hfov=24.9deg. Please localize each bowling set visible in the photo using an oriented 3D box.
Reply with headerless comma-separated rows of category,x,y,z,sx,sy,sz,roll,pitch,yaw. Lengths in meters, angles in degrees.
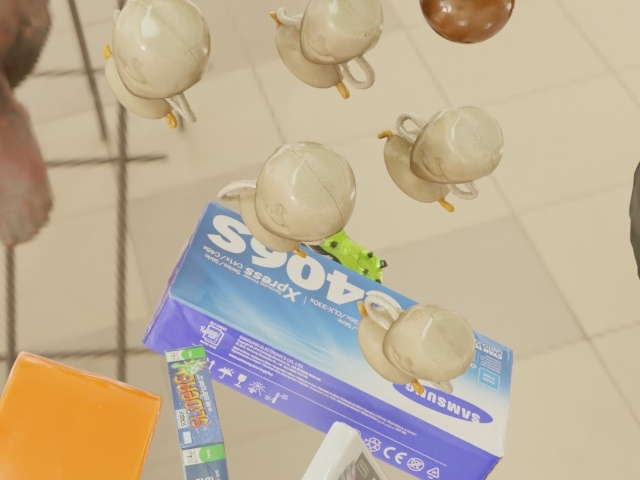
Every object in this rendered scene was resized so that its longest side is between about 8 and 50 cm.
bowling set,0.031,-0.066,0.832,0.200,0.287,0.154,-40,3,-13

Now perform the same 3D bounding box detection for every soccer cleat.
soccer cleat,0.000,0.000,1.536,0.072,0.179,0.060,-8,47,38

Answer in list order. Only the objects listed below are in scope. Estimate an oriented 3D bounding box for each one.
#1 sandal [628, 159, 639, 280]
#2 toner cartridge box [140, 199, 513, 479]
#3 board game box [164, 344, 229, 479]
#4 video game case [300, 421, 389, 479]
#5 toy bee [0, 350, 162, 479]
sandal,0.253,0.012,0.546,0.445,0.168,0.107,-4,-5,-39
toner cartridge box,0.015,0.103,1.400,0.348,0.075,0.165,26,36,-7
board game box,-0.092,0.206,1.179,0.035,0.201,0.136,-9,29,-7
video game case,0.000,0.237,1.015,0.022,0.190,0.173,22,70,26
toy bee,-0.127,0.178,0.423,0.195,0.162,0.298,32,37,10
